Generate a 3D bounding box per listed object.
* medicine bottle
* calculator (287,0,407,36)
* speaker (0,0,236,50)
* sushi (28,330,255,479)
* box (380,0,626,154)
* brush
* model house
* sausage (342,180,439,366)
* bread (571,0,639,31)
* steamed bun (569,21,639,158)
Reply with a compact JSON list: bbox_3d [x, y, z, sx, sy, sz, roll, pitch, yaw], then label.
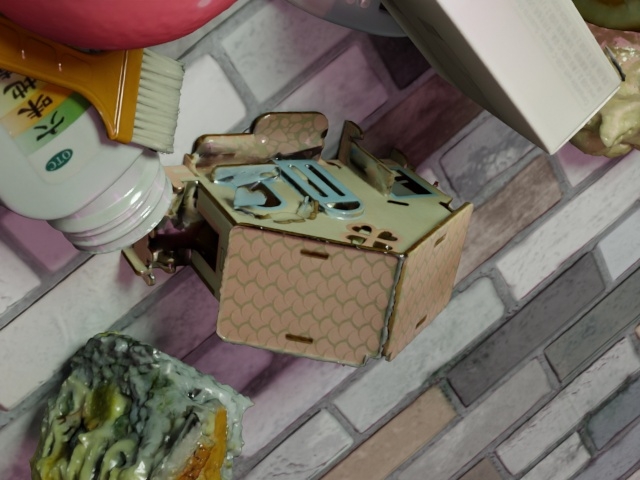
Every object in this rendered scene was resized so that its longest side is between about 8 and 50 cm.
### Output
[{"bbox_3d":[-0.241,-0.132,0.971,0.179,0.124,0.324,-49,137,-22],"label":"medicine bottle"},{"bbox_3d":[0.060,-0.292,1.120,0.299,0.041,0.185,6,115,-33],"label":"calculator"},{"bbox_3d":[-0.146,-0.277,0.826,0.294,0.294,0.294,-16,127,-23],"label":"speaker"},{"bbox_3d":[-0.173,0.196,1.147,0.139,0.274,0.184,29,76,-44],"label":"sushi"},{"bbox_3d":[0.133,-0.218,1.046,0.106,0.203,0.251,-44,132,2],"label":"box"},{"bbox_3d":[-0.201,-0.136,0.894,0.314,0.017,0.090,15,79,-59],"label":"brush"},{"bbox_3d":[0.000,0.000,1.139,0.326,0.244,0.169,-4,123,-30],"label":"model house"},{"bbox_3d":[0.079,0.041,1.355,0.034,0.034,0.253,9,114,-37],"label":"sausage"},{"bbox_3d":[0.375,-0.320,1.139,0.341,0.300,0.210,-20,130,-26],"label":"bread"},{"bbox_3d":[0.394,-0.216,1.326,0.295,0.137,0.292,27,99,-39],"label":"steamed bun"}]
